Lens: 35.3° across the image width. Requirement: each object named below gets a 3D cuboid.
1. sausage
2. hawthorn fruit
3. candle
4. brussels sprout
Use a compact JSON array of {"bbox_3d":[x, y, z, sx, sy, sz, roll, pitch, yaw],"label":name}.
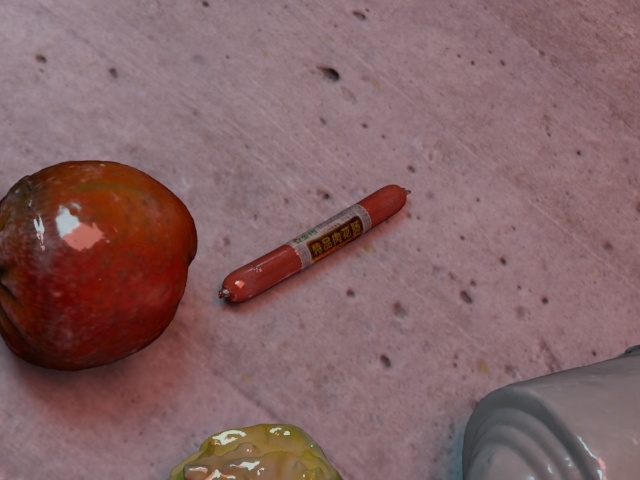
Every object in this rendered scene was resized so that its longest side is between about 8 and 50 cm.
[{"bbox_3d":[0.000,0.000,0.972,0.253,0.034,0.034,-31,82,-34],"label":"sausage"},{"bbox_3d":[-0.182,0.018,0.801,0.172,0.173,0.173,10,63,-21],"label":"hawthorn fruit"},{"bbox_3d":[0.256,0.210,0.884,0.342,0.221,0.221,-7,70,-27],"label":"candle"},{"bbox_3d":[-0.049,0.231,0.791,0.151,0.122,0.149,22,43,27],"label":"brussels sprout"}]
